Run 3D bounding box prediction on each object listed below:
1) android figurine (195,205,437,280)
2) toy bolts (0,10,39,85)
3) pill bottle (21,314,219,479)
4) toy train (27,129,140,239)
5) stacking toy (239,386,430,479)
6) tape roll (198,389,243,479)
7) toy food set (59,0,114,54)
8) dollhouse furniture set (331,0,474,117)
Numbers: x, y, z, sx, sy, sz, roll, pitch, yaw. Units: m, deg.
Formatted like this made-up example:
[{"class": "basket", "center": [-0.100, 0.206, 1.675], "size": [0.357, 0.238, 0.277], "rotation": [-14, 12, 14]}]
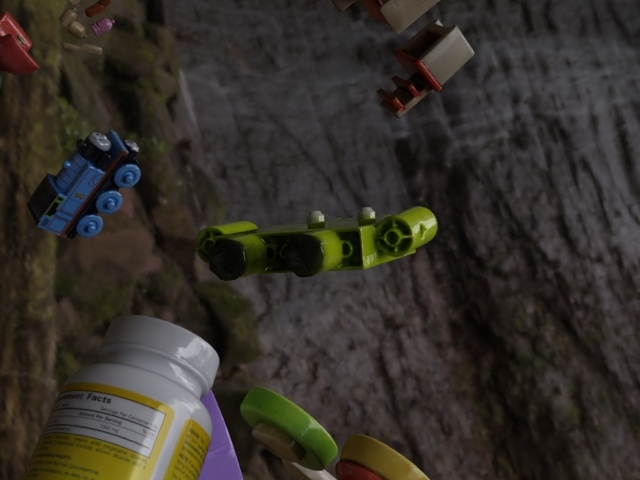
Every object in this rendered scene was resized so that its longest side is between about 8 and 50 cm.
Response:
[{"class": "android figurine", "center": [0.000, 0.000, 1.139], "size": [0.273, 0.248, 0.056], "rotation": [-16, 101, -64]}, {"class": "toy bolts", "center": [-0.528, -0.303, 1.501], "size": [0.228, 0.158, 0.218], "rotation": [56, 3, -38]}, {"class": "pill bottle", "center": [-0.234, 0.263, 1.226], "size": [0.188, 0.188, 0.334], "rotation": [69, 34, -54]}, {"class": "toy train", "center": [-0.348, -0.083, 1.591], "size": [0.105, 0.184, 0.080], "rotation": [26, 18, -45]}, {"class": "stacking toy", "center": [0.005, 0.324, 1.271], "size": [0.279, 0.130, 0.309], "rotation": [24, -27, 31]}, {"class": "tape roll", "center": [-0.213, 0.349, 1.829], "size": [0.275, 0.090, 0.275], "rotation": [162, -90, -75]}, {"class": "toy food set", "center": [-0.331, -0.331, 1.531], "size": [0.019, 0.078, 0.122], "rotation": [-144, -115, -67]}, {"class": "dollhouse furniture set", "center": [0.074, -0.304, 1.404], "size": [0.259, 0.135, 0.262], "rotation": [50, 0, -24]}]
